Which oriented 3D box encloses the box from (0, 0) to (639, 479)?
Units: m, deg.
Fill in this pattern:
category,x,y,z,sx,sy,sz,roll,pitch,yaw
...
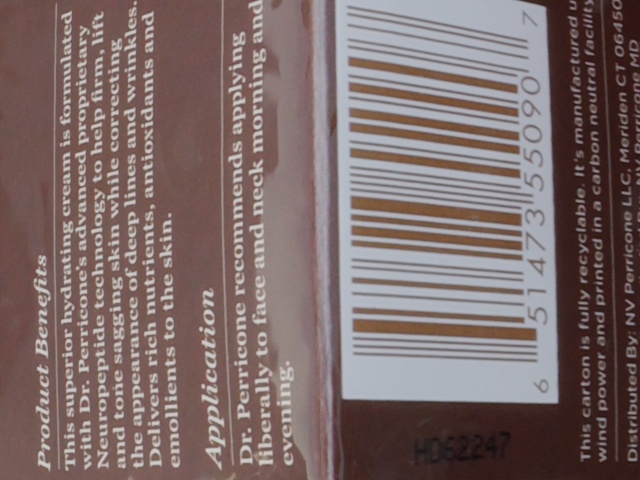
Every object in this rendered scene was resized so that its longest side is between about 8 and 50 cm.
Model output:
category,x,y,z,sx,sy,sz,roll,pitch,yaw
box,0.000,0.000,0.574,0.203,0.167,0.168,-8,80,50
